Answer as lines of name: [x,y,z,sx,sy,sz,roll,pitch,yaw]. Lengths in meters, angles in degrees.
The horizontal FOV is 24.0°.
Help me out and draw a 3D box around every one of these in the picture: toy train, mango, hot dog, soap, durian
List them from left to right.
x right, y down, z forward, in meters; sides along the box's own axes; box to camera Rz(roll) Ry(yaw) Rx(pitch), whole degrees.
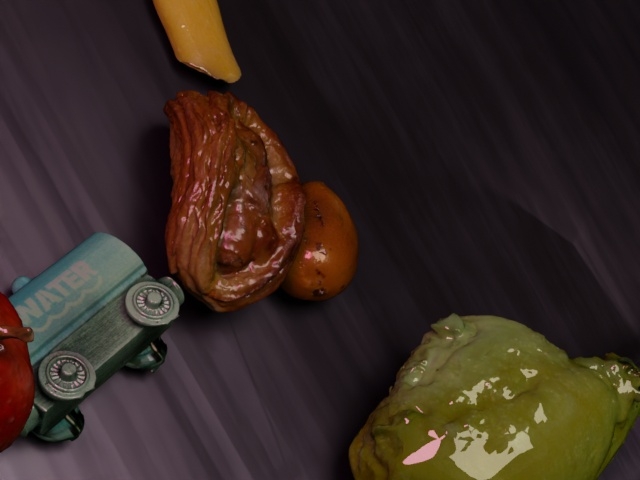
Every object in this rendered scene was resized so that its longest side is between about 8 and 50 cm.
toy train: [-0.250,0.090,1.509,0.159,0.101,0.248,40,48,11]
soap: [-0.151,-0.255,1.791,0.089,0.033,0.168,-6,69,-34]
hot dog: [-0.096,-0.052,1.638,0.175,0.114,0.259,36,38,-45]
mango: [0.002,-0.001,1.725,0.105,0.084,0.159,31,52,-24]
durian: [0.189,0.219,1.674,0.256,0.204,0.339,37,58,6]

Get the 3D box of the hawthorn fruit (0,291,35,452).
hawthorn fruit: [-0.341,0.114,1.318,0.205,0.253,0.205,38,34,-33]
